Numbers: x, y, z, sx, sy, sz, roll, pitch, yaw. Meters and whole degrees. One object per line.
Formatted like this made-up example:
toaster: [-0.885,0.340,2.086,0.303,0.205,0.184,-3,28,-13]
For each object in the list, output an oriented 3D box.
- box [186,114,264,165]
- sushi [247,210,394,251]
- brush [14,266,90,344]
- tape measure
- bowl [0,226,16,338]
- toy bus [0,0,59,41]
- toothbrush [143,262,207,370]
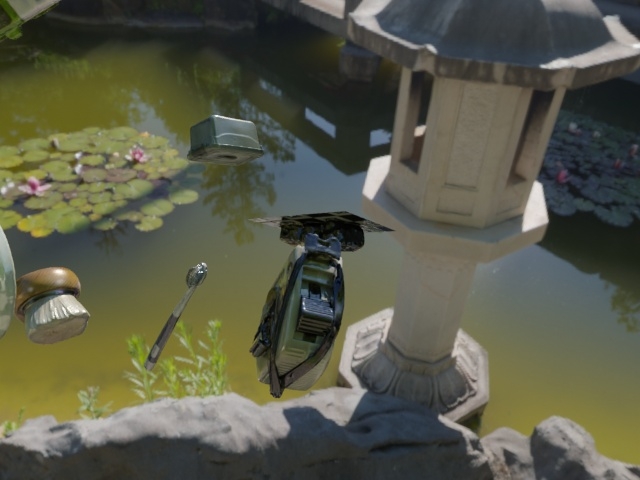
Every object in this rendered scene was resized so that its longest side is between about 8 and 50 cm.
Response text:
box: [-0.237,-0.247,1.309,0.124,0.093,0.172,-11,-6,41]
sushi: [0.000,0.000,1.622,0.373,0.100,0.296,-2,-11,36]
brush: [-0.740,0.201,1.447,0.174,0.267,0.166,-15,69,-38]
tape measure: [-0.046,0.153,0.984,0.133,0.271,0.231,17,46,-17]
bowl: [-0.669,0.064,0.918,0.277,0.277,0.145,24,17,27]
toy bus: [-0.363,-0.339,0.658,0.139,0.113,0.302,-23,35,11]
toothbrush: [-0.257,0.141,0.914,0.024,0.288,0.026,46,34,16]
